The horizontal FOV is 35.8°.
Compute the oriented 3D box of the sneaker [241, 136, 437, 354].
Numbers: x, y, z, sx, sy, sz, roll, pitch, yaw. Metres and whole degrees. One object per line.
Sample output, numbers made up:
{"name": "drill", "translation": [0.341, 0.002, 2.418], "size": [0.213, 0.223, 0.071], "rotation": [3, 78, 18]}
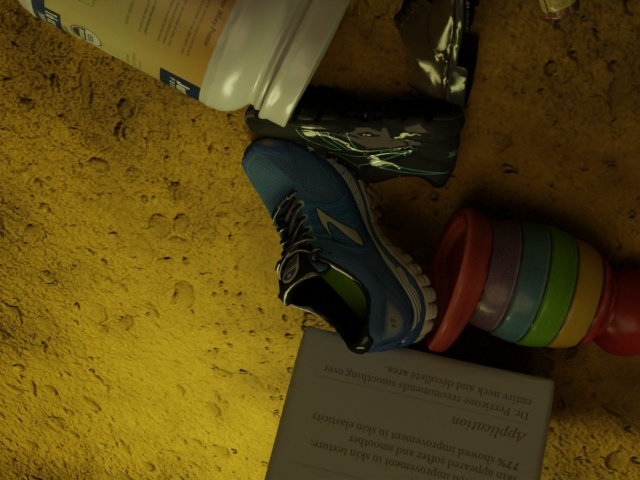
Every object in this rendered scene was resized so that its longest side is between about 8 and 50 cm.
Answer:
{"name": "sneaker", "translation": [0.000, 0.000, 1.224], "size": [0.330, 0.147, 0.130], "rotation": [52, 134, 19]}

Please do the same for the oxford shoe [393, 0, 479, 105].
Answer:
{"name": "oxford shoe", "translation": [0.123, -0.250, 1.069], "size": [0.096, 0.083, 0.227], "rotation": [13, 131, 15]}

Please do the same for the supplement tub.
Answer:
{"name": "supplement tub", "translation": [-0.133, -0.276, 1.038], "size": [0.316, 0.228, 0.228], "rotation": [27, 133, -4]}

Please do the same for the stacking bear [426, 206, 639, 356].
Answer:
{"name": "stacking bear", "translation": [0.296, 0.067, 1.235], "size": [0.288, 0.175, 0.164], "rotation": [14, 140, -5]}

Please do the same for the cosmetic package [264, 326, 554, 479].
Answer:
{"name": "cosmetic package", "translation": [0.102, 0.365, 1.317], "size": [0.329, 0.394, 0.327], "rotation": [13, 163, 10]}

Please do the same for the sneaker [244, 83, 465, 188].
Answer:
{"name": "sneaker", "translation": [0.036, -0.120, 1.191], "size": [0.267, 0.101, 0.106], "rotation": [8, 125, 14]}

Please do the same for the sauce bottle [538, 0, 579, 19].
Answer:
{"name": "sauce bottle", "translation": [0.232, -0.291, 1.020], "size": [0.042, 0.042, 0.128], "rotation": [-9, 126, 26]}
